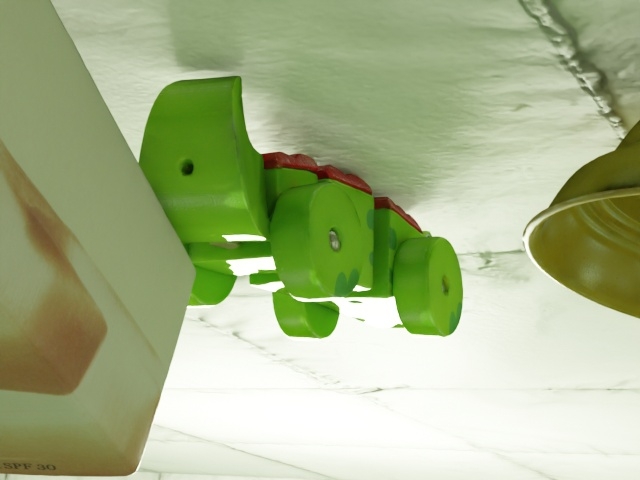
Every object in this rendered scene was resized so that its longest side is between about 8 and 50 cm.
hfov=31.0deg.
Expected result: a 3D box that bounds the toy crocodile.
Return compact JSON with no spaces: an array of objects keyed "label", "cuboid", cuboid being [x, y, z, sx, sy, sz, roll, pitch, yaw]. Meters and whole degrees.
[{"label":"toy crocodile","cuboid":[0.000,0.000,0.712,0.115,0.105,0.340,-5,164,30]}]

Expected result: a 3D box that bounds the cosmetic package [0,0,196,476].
[{"label":"cosmetic package","cuboid":[-0.178,-0.022,0.487,0.153,0.129,0.296,-1,143,18]}]

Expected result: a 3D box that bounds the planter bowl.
[{"label":"planter bowl","cuboid":[0.212,-0.021,0.547,0.217,0.090,0.217,13,163,4]}]
